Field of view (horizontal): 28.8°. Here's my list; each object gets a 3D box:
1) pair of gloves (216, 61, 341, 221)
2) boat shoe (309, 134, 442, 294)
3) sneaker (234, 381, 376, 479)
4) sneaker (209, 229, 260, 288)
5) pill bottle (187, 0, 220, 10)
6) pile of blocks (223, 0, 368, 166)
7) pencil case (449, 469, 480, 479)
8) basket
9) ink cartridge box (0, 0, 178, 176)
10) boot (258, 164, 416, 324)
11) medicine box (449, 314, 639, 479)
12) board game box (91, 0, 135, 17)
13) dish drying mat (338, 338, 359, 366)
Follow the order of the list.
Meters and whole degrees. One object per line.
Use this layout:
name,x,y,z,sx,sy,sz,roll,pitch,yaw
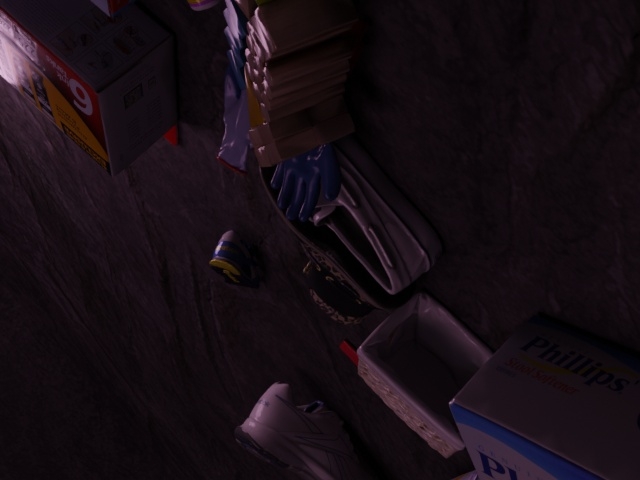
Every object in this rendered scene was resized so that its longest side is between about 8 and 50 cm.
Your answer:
pair of gloves,-0.041,-0.116,1.324,0.198,0.023,0.159,37,122,34
boat shoe,0.018,-0.052,1.351,0.258,0.084,0.095,45,158,8
sneaker,0.007,0.336,1.987,0.297,0.129,0.111,38,162,-27
sneaker,-0.115,0.031,1.787,0.053,0.059,0.144,8,163,12
pill bottle,-0.133,-0.286,1.302,0.043,0.043,0.083,19,143,50
pile of blocks,-0.020,-0.215,1.147,0.149,0.113,0.362,58,161,30
pencil case,0.208,0.374,1.662,0.124,0.114,0.273,59,159,11
basket,0.133,0.162,1.457,0.167,0.113,0.103,43,159,14
ink cartridge box,-0.335,-0.244,1.628,0.309,0.130,0.272,41,158,16
boot,-0.001,0.002,1.479,0.236,0.085,0.178,48,161,2
medicine box,0.303,0.255,1.250,0.263,0.149,0.289,23,148,46
board game box,-0.306,-0.437,1.314,0.308,0.086,0.302,41,157,18
dish drying mat,0.059,0.173,1.748,0.083,0.008,0.032,46,157,7
